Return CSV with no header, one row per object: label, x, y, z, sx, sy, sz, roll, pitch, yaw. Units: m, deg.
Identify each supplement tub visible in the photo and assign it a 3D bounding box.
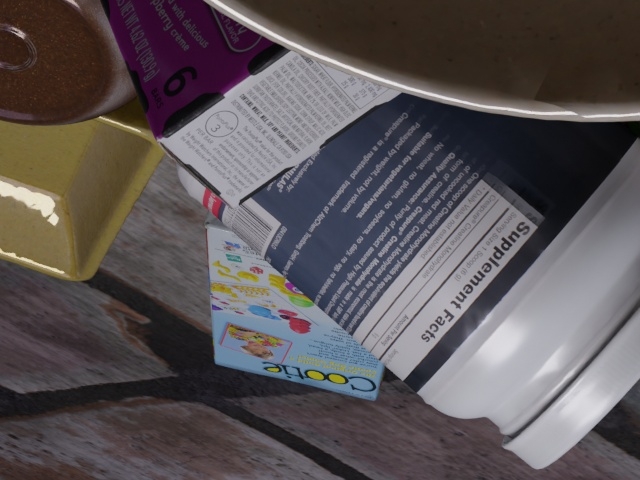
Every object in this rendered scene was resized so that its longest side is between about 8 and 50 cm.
supplement tub,0.073,-0.023,0.896,0.272,0.191,0.191,41,155,5

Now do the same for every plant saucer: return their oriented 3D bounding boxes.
plant saucer,-0.198,-0.134,1.016,0.199,0.036,0.198,7,144,5
plant saucer,-0.300,-0.100,1.241,0.333,0.081,0.333,20,155,-12

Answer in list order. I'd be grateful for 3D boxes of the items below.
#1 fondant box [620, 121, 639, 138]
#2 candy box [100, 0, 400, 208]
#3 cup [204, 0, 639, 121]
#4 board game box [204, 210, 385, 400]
fondant box,0.288,-0.042,0.867,0.330,0.096,0.238,32,164,26
candy box,0.011,-0.146,0.748,0.233,0.159,0.071,-34,140,11
cup,0.078,-0.232,0.535,0.331,0.237,0.331,13,150,8
board game box,0.000,0.000,1.216,0.144,0.142,0.275,13,156,3
